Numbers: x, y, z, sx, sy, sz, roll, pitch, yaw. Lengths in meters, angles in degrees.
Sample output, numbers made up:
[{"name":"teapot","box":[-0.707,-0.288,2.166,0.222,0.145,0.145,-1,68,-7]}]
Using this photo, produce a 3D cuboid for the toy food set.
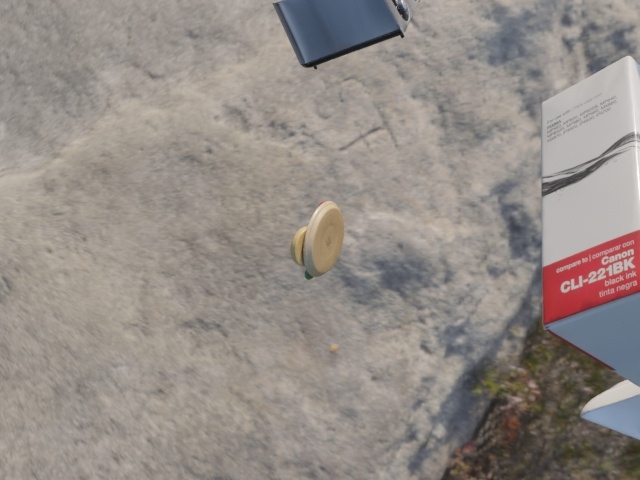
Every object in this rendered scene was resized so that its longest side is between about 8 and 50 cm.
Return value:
[{"name":"toy food set","box":[0.000,0.000,0.936,0.083,0.020,0.082,-65,151,-23]}]

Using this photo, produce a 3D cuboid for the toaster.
[{"name":"toaster","box":[0.034,-0.328,1.243,0.110,0.186,0.168,61,30,-25]}]

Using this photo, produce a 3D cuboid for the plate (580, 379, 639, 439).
[{"name":"plate","box":[0.584,0.238,1.431,0.278,0.277,0.045,25,46,-46]}]

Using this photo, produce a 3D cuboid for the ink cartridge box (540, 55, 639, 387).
[{"name":"ink cartridge box","box":[0.318,-0.012,0.880,0.197,0.114,0.272,30,51,-30]}]
